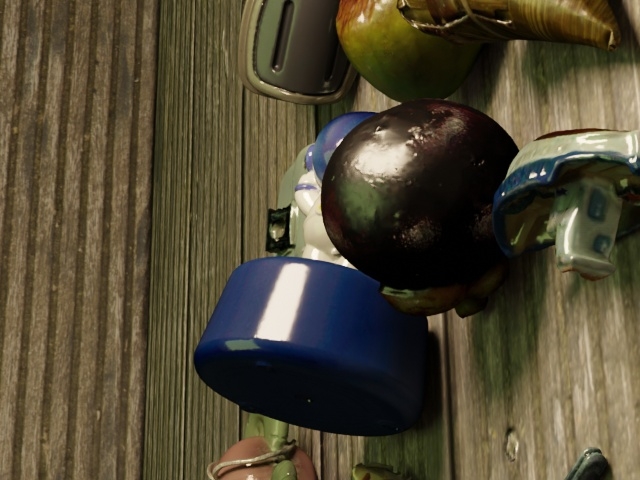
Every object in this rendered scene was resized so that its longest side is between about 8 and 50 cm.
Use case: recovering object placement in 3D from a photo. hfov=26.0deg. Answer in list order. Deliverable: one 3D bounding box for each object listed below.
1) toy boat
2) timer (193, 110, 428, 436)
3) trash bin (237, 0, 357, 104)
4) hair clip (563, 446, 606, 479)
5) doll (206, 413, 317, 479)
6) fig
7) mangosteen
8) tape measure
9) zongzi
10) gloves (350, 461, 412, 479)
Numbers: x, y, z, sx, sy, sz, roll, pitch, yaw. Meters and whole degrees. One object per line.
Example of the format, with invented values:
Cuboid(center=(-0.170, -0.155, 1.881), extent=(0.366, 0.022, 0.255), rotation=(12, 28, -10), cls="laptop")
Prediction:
Cuboid(center=(0.210, -0.022, 1.166), extent=(0.262, 0.114, 0.115), rotation=(162, 126, -78), cls="toy boat")
Cuboid(center=(0.023, 0.015, 1.651), extent=(0.270, 0.270, 0.384), rotation=(134, 152, -65), cls="timer")
Cuboid(center=(-0.032, -0.323, 2.032), extent=(0.290, 0.182, 0.209), rotation=(-108, 27, -67), cls="trash bin")
Cuboid(center=(0.195, 0.265, 1.281), extent=(0.275, 0.048, 0.083), rotation=(128, 147, -53), cls="hair clip")
Cuboid(center=(-0.110, 0.367, 1.975), extent=(0.284, 0.216, 0.268), rotation=(-103, 31, -54), cls="doll")
Cuboid(center=(0.108, -0.243, 1.539), extent=(0.181, 0.181, 0.191), rotation=(-109, 6, -56), cls="fig")
Cuboid(center=(0.114, -0.018, 1.409), extent=(0.211, 0.211, 0.250), rotation=(-113, 3, -59), cls="mangosteen")
Cuboid(center=(0.001, 0.000, 1.883), extent=(0.246, 0.125, 0.243), rotation=(149, 126, -69), cls="tape measure")
Cuboid(center=(0.213, -0.312, 1.295), extent=(0.288, 0.134, 0.286), rotation=(26, 105, 59), cls="zongzi")
Cuboid(center=(0.071, 0.341, 1.614), extent=(0.114, 0.070, 0.153), rotation=(-153, 70, -66), cls="gloves")
